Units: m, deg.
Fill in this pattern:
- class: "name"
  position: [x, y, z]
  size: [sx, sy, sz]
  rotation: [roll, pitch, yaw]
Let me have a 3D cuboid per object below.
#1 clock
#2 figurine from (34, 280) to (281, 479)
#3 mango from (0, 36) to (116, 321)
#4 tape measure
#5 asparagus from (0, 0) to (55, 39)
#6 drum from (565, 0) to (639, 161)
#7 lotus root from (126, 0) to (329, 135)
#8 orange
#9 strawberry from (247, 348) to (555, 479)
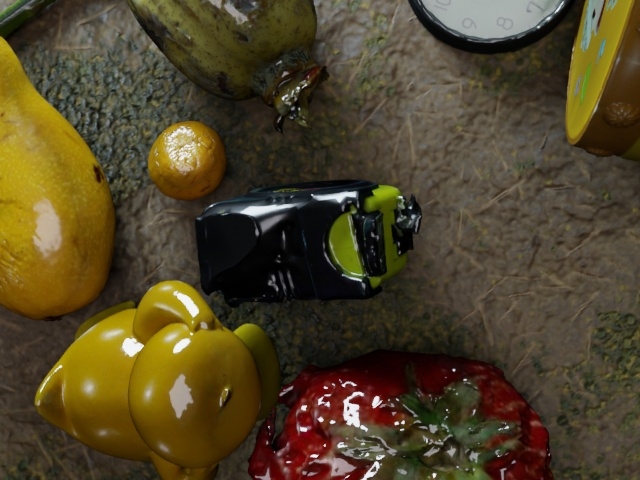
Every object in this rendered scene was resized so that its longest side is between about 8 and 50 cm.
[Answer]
- class: "clock"
  position: [0.171, -0.280, 0.872]
  size: [0.184, 0.040, 0.185]
  rotation: [0, 90, 8]
- class: "figurine"
  position: [-0.149, 0.139, 0.826]
  size: [0.228, 0.215, 0.215]
  rotation: [-7, 89, 22]
- class: "mango"
  position: [-0.311, -0.059, 0.904]
  size: [0.177, 0.120, 0.295]
  rotation: [-24, 85, 15]
- class: "tape measure"
  position: [0.000, 0.000, 0.824]
  size: [0.199, 0.186, 0.112]
  rotation: [-1, 101, 23]
- class: "asparagus"
  position: [-0.289, -0.262, 0.944]
  size: [0.236, 0.027, 0.034]
  rotation: [-27, 91, 7]
- class: "drum"
  position: [0.336, -0.249, 0.660]
  size: [0.214, 0.431, 0.431]
  rotation: [13, 92, 9]
- class: "lotus root"
  position: [-0.080, -0.216, 0.859]
  size: [0.154, 0.154, 0.278]
  rotation: [-43, 84, 6]
- class: "orange"
  position: [-0.136, -0.081, 0.901]
  size: [0.083, 0.070, 0.083]
  rotation: [-1, 75, 3]
- class: "strawberry"
  position: [0.067, 0.233, 0.810]
  size: [0.274, 0.220, 0.274]
  rotation: [2, 54, -3]
